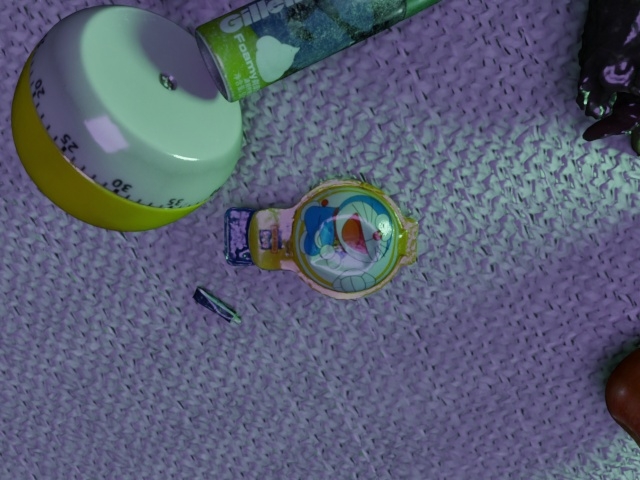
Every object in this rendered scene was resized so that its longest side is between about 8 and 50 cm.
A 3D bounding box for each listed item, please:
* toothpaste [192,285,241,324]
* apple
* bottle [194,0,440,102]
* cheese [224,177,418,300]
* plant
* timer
[{"bbox_3d":[-0.155,0.100,0.969,0.083,0.019,0.027,34,123,-2],"label":"toothpaste"},{"bbox_3d":[0.498,0.220,0.880,0.199,0.199,0.199,1,106,4],"label":"apple"},{"bbox_3d":[0.019,-0.273,0.760,0.329,0.093,0.093,-28,103,-10],"label":"bottle"},{"bbox_3d":[0.000,0.000,0.902,0.270,0.069,0.177,2,106,4],"label":"cheese"},{"bbox_3d":[0.393,-0.205,0.758,0.178,0.204,0.234,7,104,13],"label":"plant"},{"bbox_3d":[-0.259,-0.121,0.804,0.284,0.285,0.286,1,106,4],"label":"timer"}]
